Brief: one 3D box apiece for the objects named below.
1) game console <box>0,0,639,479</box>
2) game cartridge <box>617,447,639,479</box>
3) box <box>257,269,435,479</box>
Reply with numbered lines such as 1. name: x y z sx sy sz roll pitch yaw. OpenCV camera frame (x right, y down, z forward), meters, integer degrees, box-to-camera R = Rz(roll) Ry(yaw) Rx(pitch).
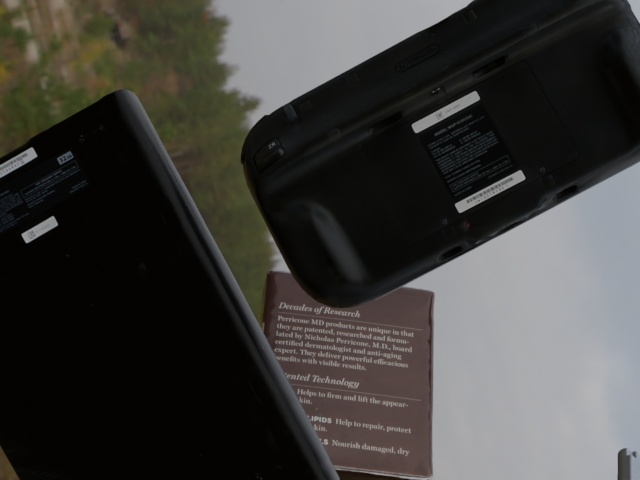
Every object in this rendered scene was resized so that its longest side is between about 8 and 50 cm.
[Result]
1. game console: 0.000 0.000 0.578 0.213 0.361 0.044 62 3 5
2. game cartridge: 0.215 0.174 0.763 0.083 0.017 0.056 40 34 -20
3. box: 0.013 0.164 1.176 0.168 0.167 0.203 103 -8 -54
